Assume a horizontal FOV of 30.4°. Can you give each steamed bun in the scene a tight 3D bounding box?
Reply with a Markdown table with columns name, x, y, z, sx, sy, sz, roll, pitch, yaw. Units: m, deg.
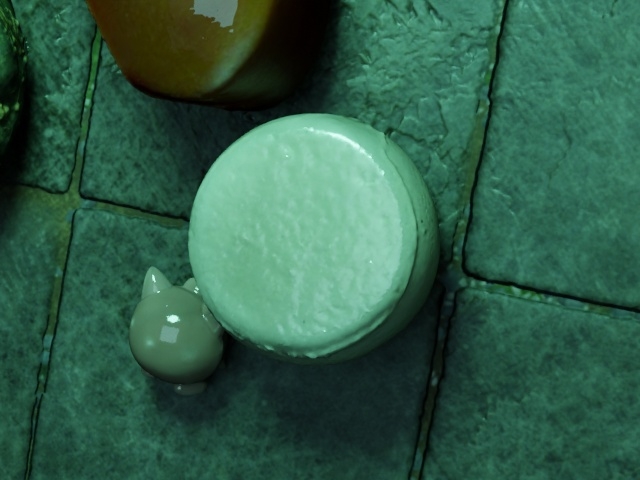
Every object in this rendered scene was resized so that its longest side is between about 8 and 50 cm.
| name | x | y | z | sx | sy | sz | roll | pitch | yaw |
| --- | --- | --- | --- | --- | --- | --- | --- | --- | --- |
| steamed bun | -0.128 | -0.339 | 1.312 | 0.248 | 0.235 | 0.379 | -29 | 83 | 21 |
| steamed bun | 0.000 | 0.000 | 1.317 | 0.283 | 0.177 | 0.283 | 0 | 89 | 20 |

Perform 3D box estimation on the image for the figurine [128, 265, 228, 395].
| name | x | y | z | sx | sy | sz | roll | pitch | yaw |
| --- | --- | --- | --- | --- | --- | --- | --- | --- | --- |
| figurine | -0.167 | 0.110 | 1.409 | 0.125 | 0.125 | 0.138 | 21 | 113 | 15 |

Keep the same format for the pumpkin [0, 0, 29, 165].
| name | x | y | z | sx | sy | sz | roll | pitch | yaw |
| --- | --- | --- | --- | --- | --- | --- | --- | --- | --- |
| pumpkin | -0.499 | -0.202 | 1.420 | 0.292 | 0.257 | 0.327 | 30 | 107 | 26 |
